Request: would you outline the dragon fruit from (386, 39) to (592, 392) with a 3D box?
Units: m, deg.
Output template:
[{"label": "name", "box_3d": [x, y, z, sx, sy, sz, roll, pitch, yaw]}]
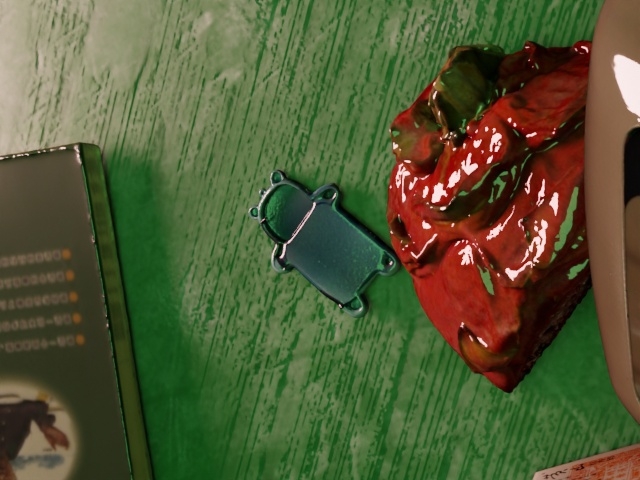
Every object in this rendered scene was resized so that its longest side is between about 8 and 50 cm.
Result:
[{"label": "dragon fruit", "box_3d": [0.136, -0.043, 0.998, 0.205, 0.152, 0.317, 34, 107, 14]}]

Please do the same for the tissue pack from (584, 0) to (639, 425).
[{"label": "tissue pack", "box_3d": [0.306, -0.015, 0.804, 0.267, 0.277, 0.387, 38, 146, 49]}]

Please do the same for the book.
[{"label": "book", "box_3d": [-0.295, 0.107, 1.227, 0.260, 0.043, 0.371, -6, 94, 22]}]

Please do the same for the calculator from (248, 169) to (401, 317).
[{"label": "calculator", "box_3d": [0.000, 0.000, 1.120, 0.141, 0.019, 0.094, 40, 107, 12]}]

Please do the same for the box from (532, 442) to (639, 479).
[{"label": "box", "box_3d": [0.255, 0.201, 0.993, 0.201, 0.141, 0.058, -21, 95, 22]}]
